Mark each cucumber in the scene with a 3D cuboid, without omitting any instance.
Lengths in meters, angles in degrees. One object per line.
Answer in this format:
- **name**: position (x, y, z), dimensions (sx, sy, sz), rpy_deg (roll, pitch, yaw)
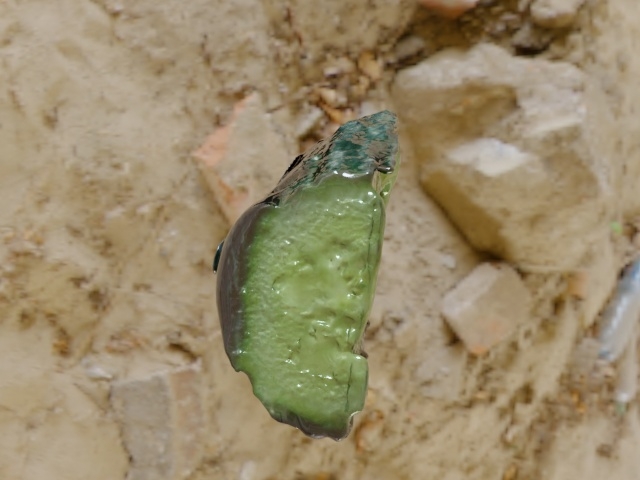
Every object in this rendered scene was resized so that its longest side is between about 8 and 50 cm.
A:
- **cucumber**: position (0.000, 0.000, 0.632), dimensions (0.193, 0.086, 0.115), rpy_deg (-61, 156, -62)
